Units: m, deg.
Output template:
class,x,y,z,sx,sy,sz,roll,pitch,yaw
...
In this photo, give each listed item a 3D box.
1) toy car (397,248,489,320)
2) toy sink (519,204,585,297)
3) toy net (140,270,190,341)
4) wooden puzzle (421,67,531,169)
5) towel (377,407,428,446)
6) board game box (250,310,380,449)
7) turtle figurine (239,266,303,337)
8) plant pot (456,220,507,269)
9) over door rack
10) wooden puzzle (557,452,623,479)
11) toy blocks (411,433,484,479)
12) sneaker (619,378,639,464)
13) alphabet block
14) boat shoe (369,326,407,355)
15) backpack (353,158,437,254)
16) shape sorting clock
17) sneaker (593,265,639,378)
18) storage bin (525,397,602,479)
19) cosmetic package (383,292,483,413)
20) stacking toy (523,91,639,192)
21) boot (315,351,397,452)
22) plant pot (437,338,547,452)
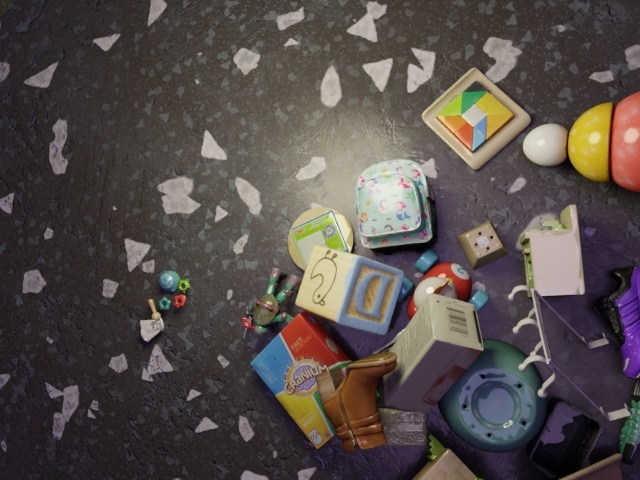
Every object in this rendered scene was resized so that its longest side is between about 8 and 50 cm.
class,x,y,z,sx,sy,sz,roll,pitch,yaw
toy car,0.322,0.140,1.476,0.219,0.238,0.210,41,87,14
toy sink,0.611,0.033,1.475,0.131,0.153,0.234,-4,83,13
toy net,-0.493,0.216,1.759,0.122,0.045,0.232,21,89,13
wooden puzzle,0.453,-0.360,1.616,0.221,0.044,0.238,-42,76,4
towel,0.231,0.529,1.561,0.148,0.027,0.110,-4,83,12
board game box,-0.022,0.396,1.581,0.316,0.064,0.242,48,113,14
turtle figurine,-0.144,0.205,1.648,0.175,0.118,0.234,23,83,15
plant pot,0.455,0.007,1.542,0.109,0.096,0.109,-26,78,8
over door rack,0.593,0.284,1.361,0.324,0.239,0.108,30,131,-18
wooden puzzle,0.635,0.721,1.342,0.322,0.080,0.347,-5,88,-30
toy blocks,0.333,0.728,1.390,0.261,0.190,0.381,-42,76,-14
sneaker,0.839,0.471,1.405,0.098,0.083,0.223,18,86,9
alphabet block,0.080,0.134,1.524,0.197,0.193,0.192,12,82,52
boat shoe,0.194,0.330,1.567,0.228,0.081,0.068,-38,72,3
backpack,0.209,-0.103,1.570,0.225,0.191,0.253,-7,74,21
shape sorting clock,0.000,0.000,1.674,0.206,0.040,0.206,-2,84,16
sneaker,0.791,0.207,1.445,0.146,0.102,0.293,10,80,17
storage bin,0.633,0.518,1.442,0.122,0.084,0.180,27,89,15
cosmetic package,0.273,0.290,1.390,0.129,0.296,0.153,16,42,-11
stacking toy,0.776,-0.259,1.430,0.480,0.351,0.350,5,84,29
boot,0.117,0.416,1.403,0.283,0.109,0.220,-30,75,33
plant pot,0.442,0.408,1.422,0.293,0.235,0.293,-1,83,13
